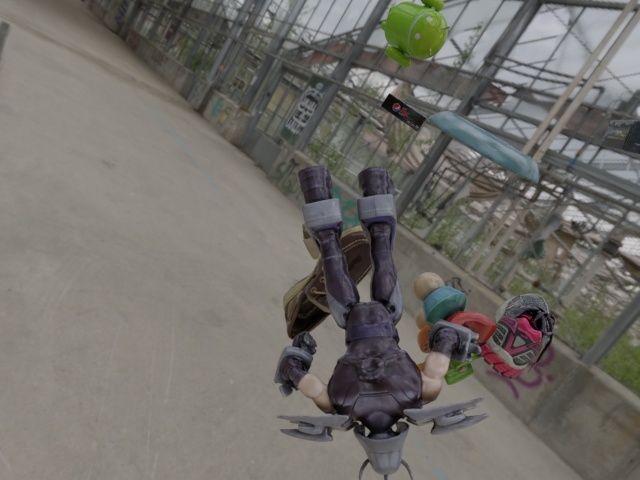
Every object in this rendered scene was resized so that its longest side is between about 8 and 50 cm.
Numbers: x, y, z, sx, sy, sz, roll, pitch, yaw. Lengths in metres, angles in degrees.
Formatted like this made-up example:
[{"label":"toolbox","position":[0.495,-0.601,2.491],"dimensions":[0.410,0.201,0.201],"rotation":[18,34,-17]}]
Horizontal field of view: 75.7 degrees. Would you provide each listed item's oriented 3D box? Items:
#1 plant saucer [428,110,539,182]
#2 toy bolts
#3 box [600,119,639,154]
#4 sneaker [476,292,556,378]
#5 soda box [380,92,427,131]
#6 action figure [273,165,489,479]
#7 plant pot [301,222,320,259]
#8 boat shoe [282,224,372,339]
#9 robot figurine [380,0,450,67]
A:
[{"label":"plant saucer","position":[0.423,-0.249,1.051],"dimensions":[0.317,0.043,0.317],"rotation":[24,26,-13]},{"label":"toy bolts","position":[0.203,0.176,0.797],"dimensions":[0.218,0.228,0.158],"rotation":[-17,49,-17]},{"label":"box","position":[0.668,-0.170,0.752],"dimensions":[0.233,0.059,0.183],"rotation":[19,21,18]},{"label":"sneaker","position":[0.428,0.174,0.843],"dimensions":[0.121,0.112,0.299],"rotation":[42,33,18]},{"label":"soda box","position":[0.311,-0.475,1.531],"dimensions":[0.169,0.060,0.053],"rotation":[38,22,8]},{"label":"action figure","position":[0.045,0.067,0.379],"dimensions":[0.185,0.285,0.099],"rotation":[-5,-25,0]},{"label":"plant pot","position":[0.000,0.000,1.373],"dimensions":[0.109,0.096,0.109],"rotation":[-11,31,0]},{"label":"boat shoe","position":[0.022,0.108,0.908],"dimensions":[0.123,0.342,0.123],"rotation":[30,36,-22]},{"label":"robot figurine","position":[0.143,-0.316,0.621],"dimensions":[0.067,0.101,0.115],"rotation":[12,29,-43]}]
